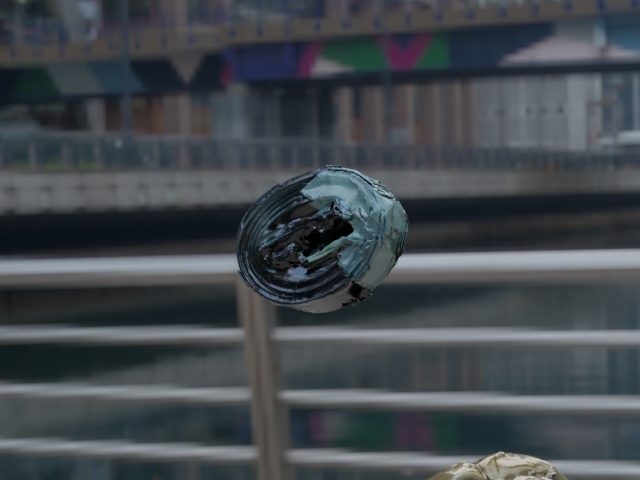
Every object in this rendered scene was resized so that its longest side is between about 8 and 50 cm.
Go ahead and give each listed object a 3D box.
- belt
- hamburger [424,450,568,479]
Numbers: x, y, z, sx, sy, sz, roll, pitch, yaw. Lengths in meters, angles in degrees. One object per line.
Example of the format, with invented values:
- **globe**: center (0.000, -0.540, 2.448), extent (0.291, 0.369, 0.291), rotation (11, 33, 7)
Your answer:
- **belt**: center (0.000, 0.000, 1.350), extent (0.140, 0.105, 0.058), rotation (-29, -20, 20)
- **hamburger**: center (0.147, 0.302, 1.490), extent (0.286, 0.243, 0.146), rotation (5, 18, -27)
